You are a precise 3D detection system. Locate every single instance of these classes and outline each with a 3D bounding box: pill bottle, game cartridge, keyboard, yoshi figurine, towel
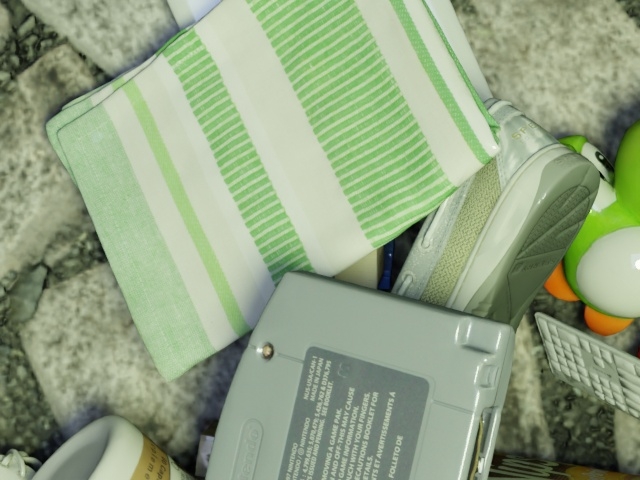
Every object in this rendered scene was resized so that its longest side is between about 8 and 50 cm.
[{"bbox_3d":[-0.119,0.253,1.025,0.131,0.131,0.229,-45,109,1],"label":"pill bottle"},{"bbox_3d":[0.012,0.177,0.912,0.196,0.060,0.294,14,93,26],"label":"game cartridge"},{"bbox_3d":[0.259,0.122,0.988,0.014,0.256,0.072,-42,127,-18],"label":"keyboard"},{"bbox_3d":[0.322,0.038,1.012,0.203,0.203,0.362,-42,88,-6],"label":"yoshi figurine"},{"bbox_3d":[-0.045,-0.078,1.011,0.325,0.038,0.248,-33,72,18],"label":"towel"}]

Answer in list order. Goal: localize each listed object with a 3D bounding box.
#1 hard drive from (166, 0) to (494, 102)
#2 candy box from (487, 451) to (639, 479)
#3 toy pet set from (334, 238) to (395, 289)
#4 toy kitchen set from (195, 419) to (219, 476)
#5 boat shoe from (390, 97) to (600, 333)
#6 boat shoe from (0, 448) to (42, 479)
[{"bbox_3d":[-0.019,-0.215,1.083,0.210,0.040,0.318,-24,90,1],"label":"hard drive"},{"bbox_3d":[0.178,0.215,0.954,0.316,0.183,0.087,6,90,28],"label":"candy box"},{"bbox_3d":[0.000,0.000,1.075,0.114,0.065,0.122,3,111,11],"label":"toy pet set"},{"bbox_3d":[-0.056,0.191,1.071,0.083,0.075,0.068,8,92,4],"label":"toy kitchen set"},{"bbox_3d":[0.093,0.044,1.025,0.103,0.118,0.320,45,123,28],"label":"boat shoe"},{"bbox_3d":[-0.257,0.212,1.076,0.084,0.095,0.258,-37,100,-3],"label":"boat shoe"}]
